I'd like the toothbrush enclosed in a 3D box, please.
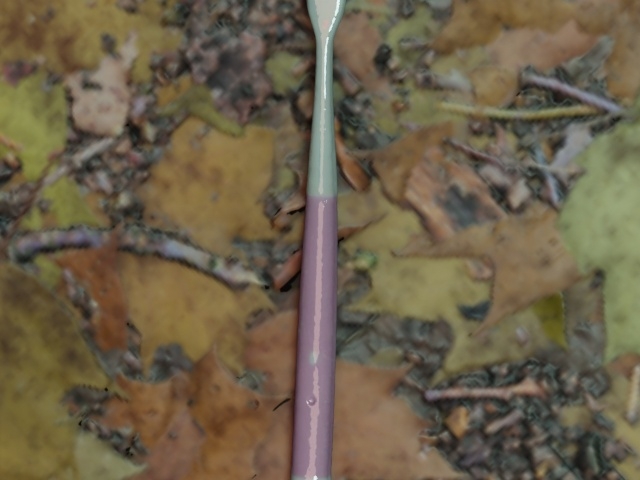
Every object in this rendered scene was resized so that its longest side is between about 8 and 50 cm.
[{"bbox_3d":[0.000,0.000,0.835,0.020,0.025,0.286,3,98,8],"label":"toothbrush"}]
